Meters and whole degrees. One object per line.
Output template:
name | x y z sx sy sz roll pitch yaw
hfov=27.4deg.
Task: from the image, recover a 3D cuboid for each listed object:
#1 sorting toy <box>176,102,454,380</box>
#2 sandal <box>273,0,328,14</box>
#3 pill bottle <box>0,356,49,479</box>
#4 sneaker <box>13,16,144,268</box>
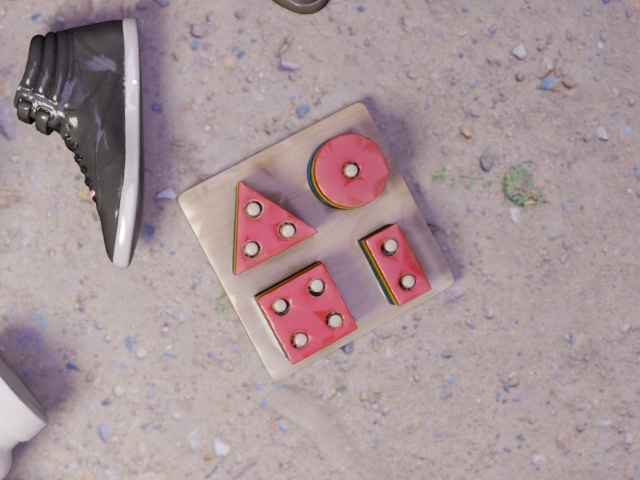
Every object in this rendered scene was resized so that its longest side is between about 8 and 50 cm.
sorting toy | 0.000 0.000 1.570 0.257 0.089 0.256 -28 94 -7
sandal | -0.086 -0.339 1.574 0.219 0.060 0.090 27 86 -7
pill bottle | -0.445 0.246 1.476 0.264 0.153 0.153 -42 95 -6
sneaker | -0.280 -0.113 1.530 0.146 0.104 0.296 -2 84 -6
